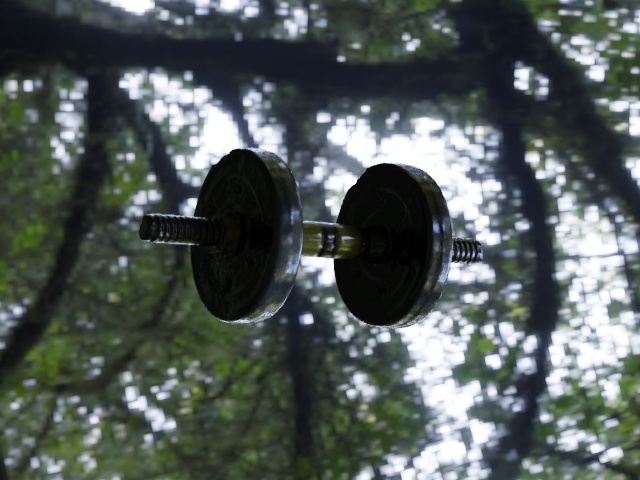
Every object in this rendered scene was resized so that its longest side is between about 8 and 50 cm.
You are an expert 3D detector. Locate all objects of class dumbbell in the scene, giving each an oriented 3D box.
[{"bbox_3d":[0.000,0.000,1.320,0.143,0.326,0.143,-9,-101,57],"label":"dumbbell"}]
